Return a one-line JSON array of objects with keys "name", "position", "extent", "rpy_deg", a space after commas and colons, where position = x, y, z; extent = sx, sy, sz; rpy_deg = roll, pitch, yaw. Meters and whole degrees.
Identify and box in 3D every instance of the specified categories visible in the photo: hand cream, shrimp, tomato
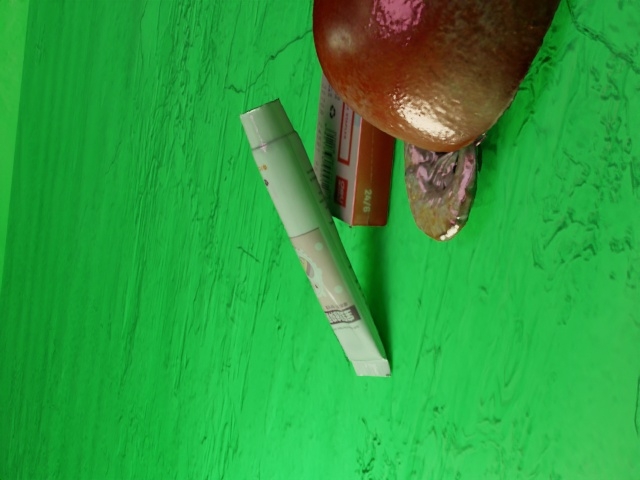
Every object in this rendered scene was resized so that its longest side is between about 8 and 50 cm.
[{"name": "hand cream", "position": [0.000, 0.000, 1.732], "extent": [0.085, 0.058, 0.331], "rpy_deg": [-12, 104, 62]}, {"name": "shrimp", "position": [0.122, -0.110, 1.557], "extent": [0.126, 0.048, 0.223], "rpy_deg": [145, 124, -59]}, {"name": "tomato", "position": [0.085, -0.258, 1.476], "extent": [0.338, 0.144, 0.338], "rpy_deg": [-26, 60, 55]}]

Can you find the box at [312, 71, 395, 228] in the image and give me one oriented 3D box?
[{"name": "box", "position": [0.041, -0.137, 1.736], "extent": [0.123, 0.050, 0.229], "rpy_deg": [-152, 65, -62]}]
